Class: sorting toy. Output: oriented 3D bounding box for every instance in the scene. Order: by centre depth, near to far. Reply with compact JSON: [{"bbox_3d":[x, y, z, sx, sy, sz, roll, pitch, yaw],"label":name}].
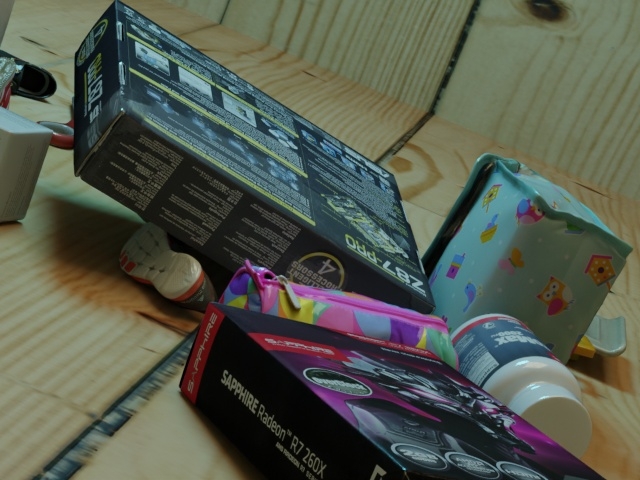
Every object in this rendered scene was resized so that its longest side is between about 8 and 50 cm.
[{"bbox_3d":[0.276,0.100,2.249,0.196,0.047,0.348,19,12,5],"label":"sorting toy"}]

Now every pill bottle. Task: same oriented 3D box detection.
[{"bbox_3d":[0.189,0.150,1.746,0.108,0.108,0.180,17,14,-21],"label":"pill bottle"}]

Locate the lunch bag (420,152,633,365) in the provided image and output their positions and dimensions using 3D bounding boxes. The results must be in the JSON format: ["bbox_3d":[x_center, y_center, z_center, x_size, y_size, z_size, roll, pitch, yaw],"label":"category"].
[{"bbox_3d":[0.192,0.034,1.964,0.160,0.223,0.262,26,11,-18],"label":"lunch bag"}]

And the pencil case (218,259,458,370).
[{"bbox_3d":[0.015,0.092,1.710,0.236,0.104,0.104,16,14,-29],"label":"pencil case"}]

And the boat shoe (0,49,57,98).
[{"bbox_3d":[-0.406,-0.220,2.401,0.133,0.049,0.042,17,5,-42],"label":"boat shoe"}]

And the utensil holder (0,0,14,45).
[{"bbox_3d":[-0.528,-0.304,1.945,0.385,0.327,0.327,15,14,-16],"label":"utensil holder"}]

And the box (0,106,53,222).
[{"bbox_3d":[-0.340,-0.081,1.814,0.102,0.101,0.087,24,13,16],"label":"box"}]

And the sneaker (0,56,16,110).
[{"bbox_3d":[-0.408,-0.166,2.216,0.042,0.067,0.118,26,43,7],"label":"sneaker"}]

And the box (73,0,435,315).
[{"bbox_3d":[-0.074,-0.069,1.929,0.395,0.097,0.318,32,18,-22],"label":"box"}]

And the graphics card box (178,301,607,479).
[{"bbox_3d":[0.062,0.164,1.442,0.233,0.094,0.371,15,11,-28],"label":"graphics card box"}]

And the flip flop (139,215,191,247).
[{"bbox_3d":[-0.137,-0.035,2.013,0.112,0.080,0.277,40,14,4],"label":"flip flop"}]

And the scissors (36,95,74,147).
[{"bbox_3d":[-0.297,-0.142,2.344,0.109,0.021,0.297,19,12,-2],"label":"scissors"}]

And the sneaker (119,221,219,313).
[{"bbox_3d":[-0.148,0.035,1.809,0.065,0.061,0.158,46,-2,-34],"label":"sneaker"}]
